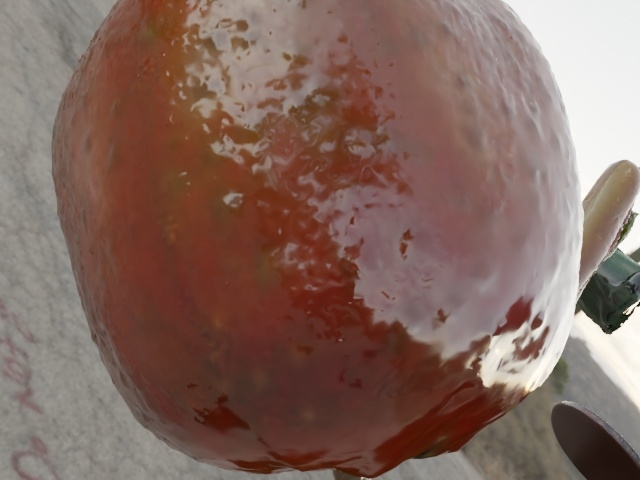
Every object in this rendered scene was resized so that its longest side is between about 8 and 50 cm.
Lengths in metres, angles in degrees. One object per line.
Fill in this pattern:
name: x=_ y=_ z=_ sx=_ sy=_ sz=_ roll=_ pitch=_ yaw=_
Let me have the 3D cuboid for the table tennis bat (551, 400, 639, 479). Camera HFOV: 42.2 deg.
table tennis bat: x=0.242 y=0.191 z=0.658 sx=0.158 sy=0.014 sz=0.095 roll=47 pitch=-22 yaw=33

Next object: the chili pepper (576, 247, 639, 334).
chili pepper: x=0.373 y=0.046 z=1.171 sx=0.062 sy=0.108 sz=0.216 roll=18 pitch=19 yaw=-39

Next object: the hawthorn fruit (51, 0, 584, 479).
hawthorn fruit: x=0.000 y=0.000 z=0.430 sx=0.275 sy=0.275 sz=0.300 roll=44 pitch=38 yaw=-74

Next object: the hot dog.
hot dog: x=0.323 y=-0.008 z=0.977 sx=0.062 sy=0.236 sz=0.092 roll=29 pitch=-22 yaw=25
